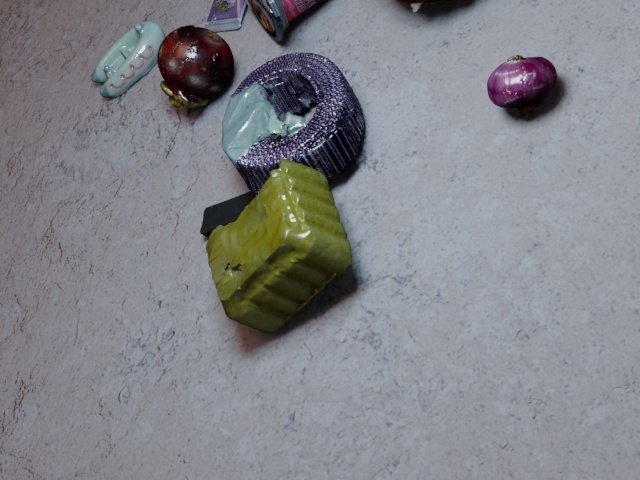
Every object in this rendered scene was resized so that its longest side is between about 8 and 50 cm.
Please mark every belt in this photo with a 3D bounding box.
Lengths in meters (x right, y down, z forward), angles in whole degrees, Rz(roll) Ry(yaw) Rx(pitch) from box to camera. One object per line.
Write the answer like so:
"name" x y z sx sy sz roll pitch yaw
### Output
"belt" -0.057 -0.220 1.878 0.260 0.122 0.325 -32 42 6

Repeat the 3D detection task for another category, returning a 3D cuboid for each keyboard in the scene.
"keyboard" -0.122 -0.067 1.891 0.231 0.023 0.072 -19 43 23

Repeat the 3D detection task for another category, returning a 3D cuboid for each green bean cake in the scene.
"green bean cake" -0.081 0.003 1.697 0.236 0.124 0.233 -44 42 26

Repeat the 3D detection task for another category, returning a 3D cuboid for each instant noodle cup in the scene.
"instant noodle cup" -0.074 -0.563 2.075 0.181 0.258 0.302 -31 51 -5

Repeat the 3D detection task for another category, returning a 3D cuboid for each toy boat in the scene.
"toy boat" -0.449 -0.427 2.351 0.207 0.079 0.134 -41 42 6

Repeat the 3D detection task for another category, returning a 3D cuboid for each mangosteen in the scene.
"mangosteen" -0.265 -0.352 2.113 0.166 0.166 0.180 48 122 46

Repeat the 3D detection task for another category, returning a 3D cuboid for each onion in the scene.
"onion" 0.329 -0.250 1.651 0.115 0.115 0.105 -12 97 29

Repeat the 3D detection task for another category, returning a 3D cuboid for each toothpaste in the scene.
"toothpaste" -0.182 -0.604 2.295 0.114 0.073 0.299 4 70 38

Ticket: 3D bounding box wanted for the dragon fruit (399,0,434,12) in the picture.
"dragon fruit" 0.189 -0.584 1.854 0.295 0.295 0.302 -25 51 19
